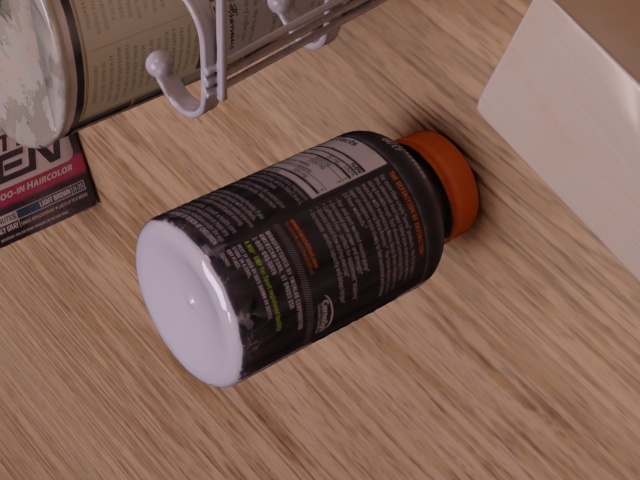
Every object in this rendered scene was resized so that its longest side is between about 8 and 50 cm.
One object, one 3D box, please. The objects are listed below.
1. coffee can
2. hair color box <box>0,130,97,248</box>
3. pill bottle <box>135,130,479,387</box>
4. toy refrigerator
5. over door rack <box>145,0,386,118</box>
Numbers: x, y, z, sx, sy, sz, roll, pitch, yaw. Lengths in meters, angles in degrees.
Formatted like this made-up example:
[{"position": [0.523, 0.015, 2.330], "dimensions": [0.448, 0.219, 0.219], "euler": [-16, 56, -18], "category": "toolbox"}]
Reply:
[{"position": [-0.122, -0.208, 1.028], "dimensions": [0.201, 0.275, 0.201], "euler": [37, 141, 37], "category": "coffee can"}, {"position": [-0.390, -0.170, 1.579], "dimensions": [0.105, 0.174, 0.347], "euler": [12, 124, 53], "category": "hair color box"}, {"position": [0.000, 0.000, 1.035], "dimensions": [0.130, 0.245, 0.130], "euler": [37, 140, 39], "category": "pill bottle"}, {"position": [0.224, -0.033, 0.821], "dimensions": [0.269, 0.094, 0.102], "euler": [49, 141, 21], "category": "toy refrigerator"}, {"position": [0.004, -0.247, 0.841], "dimensions": [0.108, 0.239, 0.324], "euler": [43, 146, 20], "category": "over door rack"}]
